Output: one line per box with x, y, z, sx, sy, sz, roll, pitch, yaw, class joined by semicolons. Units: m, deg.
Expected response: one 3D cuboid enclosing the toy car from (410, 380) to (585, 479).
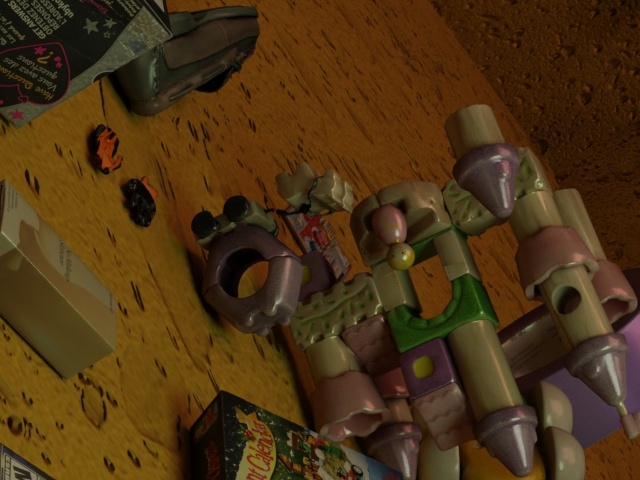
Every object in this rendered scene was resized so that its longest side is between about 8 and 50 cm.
0.170;0.222;1.700;0.182;0.159;0.136;-94;-174;-59;toy car

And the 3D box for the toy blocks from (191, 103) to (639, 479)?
0.103;0.084;1.421;0.309;0.288;0.260;37;31;-60;toy blocks

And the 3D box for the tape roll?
0.271;0.140;1.885;0.090;0.275;0.275;59;14;-9;tape roll

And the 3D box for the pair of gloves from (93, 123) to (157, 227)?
-0.153;-0.050;1.344;0.083;0.010;0.074;58;13;-20;pair of gloves

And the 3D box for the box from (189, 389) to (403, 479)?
-0.006;0.216;1.141;0.159;0.044;0.233;28;28;-23;box

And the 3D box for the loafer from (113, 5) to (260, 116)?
-0.123;-0.163;1.551;0.267;0.096;0.084;-27;107;-69;loafer

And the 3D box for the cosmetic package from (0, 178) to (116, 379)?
-0.175;0.024;1.060;0.115;0.041;0.060;50;17;-34;cosmetic package

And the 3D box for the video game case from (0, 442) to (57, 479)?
-0.105;0.232;0.843;0.210;0.042;0.232;41;23;-31;video game case

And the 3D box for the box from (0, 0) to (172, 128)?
-0.215;-0.230;1.221;0.163;0.142;0.247;49;19;-42;box

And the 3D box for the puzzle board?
0.000;0.000;1.768;0.096;0.011;0.128;59;15;-5;puzzle board
